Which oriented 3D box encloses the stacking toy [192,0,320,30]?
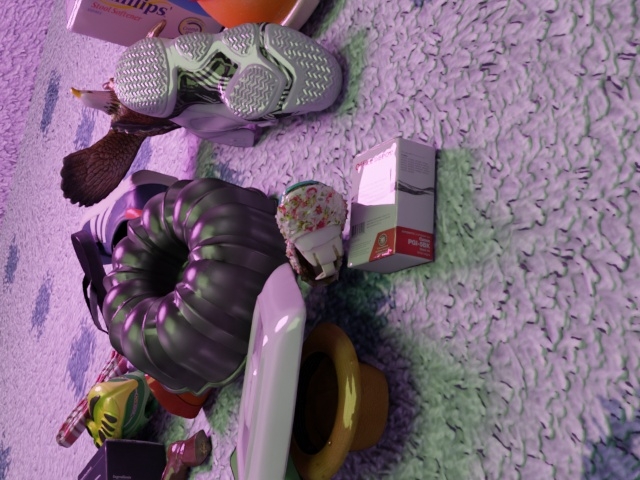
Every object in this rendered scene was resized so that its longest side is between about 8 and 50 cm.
[{"bbox_3d":[-0.225,-0.499,1.364,0.350,0.479,0.351,-31,53,53],"label":"stacking toy"}]

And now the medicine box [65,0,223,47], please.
[{"bbox_3d":[-0.329,-0.495,1.774,0.149,0.263,0.289,-53,37,39],"label":"medicine box"}]

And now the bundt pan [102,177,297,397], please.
[{"bbox_3d":[-0.195,0.050,1.375,0.331,0.124,0.331,-22,54,34],"label":"bundt pan"}]

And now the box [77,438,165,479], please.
[{"bbox_3d":[-0.330,0.458,1.591,0.153,0.108,0.207,-49,40,42],"label":"box"}]

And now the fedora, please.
[{"bbox_3d":[0.024,0.186,1.078,0.194,0.079,0.194,-170,90,-68],"label":"fedora"}]

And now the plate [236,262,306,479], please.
[{"bbox_3d":[-0.066,0.181,1.150,0.277,0.045,0.278,-120,38,-79],"label":"plate"}]

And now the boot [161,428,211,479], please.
[{"bbox_3d":[-0.207,0.356,1.488,0.114,0.037,0.106,-29,58,49],"label":"boot"}]

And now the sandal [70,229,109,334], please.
[{"bbox_3d":[-0.437,0.104,1.850,0.097,0.054,0.254,6,120,59],"label":"sandal"}]

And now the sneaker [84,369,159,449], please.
[{"bbox_3d":[-0.343,0.316,1.685,0.109,0.123,0.295,54,152,15],"label":"sneaker"}]

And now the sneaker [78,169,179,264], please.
[{"bbox_3d":[-0.375,0.001,1.817,0.350,0.131,0.148,-39,48,51],"label":"sneaker"}]

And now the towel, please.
[{"bbox_3d":[-0.423,0.296,1.763,0.197,0.029,0.144,-55,-3,-18],"label":"towel"}]

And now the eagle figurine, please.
[{"bbox_3d":[-0.333,-0.204,1.657,0.226,0.225,0.298,92,171,-49],"label":"eagle figurine"}]

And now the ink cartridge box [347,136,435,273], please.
[{"bbox_3d":[0.081,-0.038,1.087,0.099,0.056,0.135,-20,63,58],"label":"ink cartridge box"}]

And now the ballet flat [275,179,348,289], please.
[{"bbox_3d":[0.000,0.000,1.132,0.241,0.091,0.077,75,174,-74],"label":"ballet flat"}]

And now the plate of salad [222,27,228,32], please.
[{"bbox_3d":[-0.167,-0.291,1.634,0.200,0.048,0.200,-29,56,55],"label":"plate of salad"}]

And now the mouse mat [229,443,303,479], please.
[{"bbox_3d":[-0.075,0.320,1.290,0.153,0.007,0.190,-62,34,28],"label":"mouse mat"}]

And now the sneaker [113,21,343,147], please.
[{"bbox_3d":[-0.108,-0.226,1.424,0.365,0.210,0.137,4,84,26],"label":"sneaker"}]

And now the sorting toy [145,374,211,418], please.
[{"bbox_3d":[-0.217,0.104,1.549,0.126,0.127,0.366,-35,48,20],"label":"sorting toy"}]
